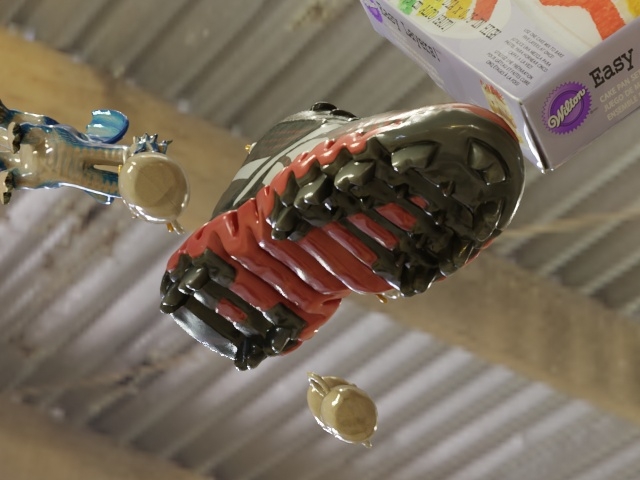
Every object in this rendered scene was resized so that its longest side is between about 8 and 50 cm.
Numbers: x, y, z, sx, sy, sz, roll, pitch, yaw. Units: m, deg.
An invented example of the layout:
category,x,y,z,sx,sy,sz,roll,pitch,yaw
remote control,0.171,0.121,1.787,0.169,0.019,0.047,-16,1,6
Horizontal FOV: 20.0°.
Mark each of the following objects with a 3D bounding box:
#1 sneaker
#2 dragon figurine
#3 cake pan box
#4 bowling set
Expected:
category,x,y,z,sx,sy,sz,roll,pitch,yaw
sneaker,0.018,-0.027,0.977,0.098,0.135,0.276,40,-35,-15
dragon figurine,-0.225,-0.078,1.637,0.144,0.085,0.289,5,11,-24
cake pan box,0.173,-0.185,1.199,0.246,0.267,0.070,-33,-54,-6
bowling set,0.000,0.000,1.357,0.287,0.200,0.154,52,-7,-3
